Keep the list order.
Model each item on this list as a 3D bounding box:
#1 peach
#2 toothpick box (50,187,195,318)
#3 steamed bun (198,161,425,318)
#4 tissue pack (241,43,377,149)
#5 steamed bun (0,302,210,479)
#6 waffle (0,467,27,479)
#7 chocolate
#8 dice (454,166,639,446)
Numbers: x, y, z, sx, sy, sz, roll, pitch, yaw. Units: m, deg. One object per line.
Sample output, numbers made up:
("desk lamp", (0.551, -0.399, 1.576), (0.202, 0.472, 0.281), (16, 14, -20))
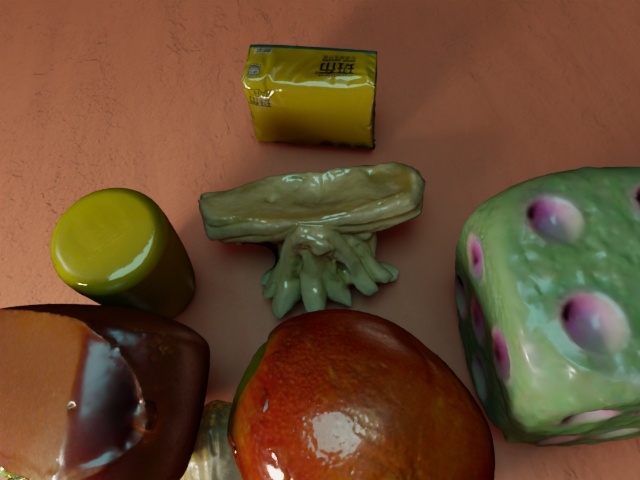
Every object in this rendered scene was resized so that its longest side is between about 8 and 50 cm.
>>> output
("peach", (0.057, 0.266, 0.682), (0.372, 0.372, 0.290), (33, 101, 20))
("toothpick box", (-0.311, 0.044, 0.845), (0.174, 0.271, 0.175), (-1, 67, 1))
("steamed bun", (0.000, 0.000, 0.910), (0.427, 0.189, 0.247), (-10, 33, -1))
("tissue pack", (-0.014, -0.294, 1.039), (0.270, 0.192, 0.134), (5, 61, 9))
("steamed bun", (-0.310, 0.212, 0.705), (0.379, 0.248, 0.235), (-2, 74, 34))
("waffle", (-0.447, 0.339, 0.829), (0.169, 0.036, 0.184), (17, 64, 15))
("chocolate", (-0.145, 0.392, 0.723), (0.134, 0.134, 0.309), (-6, 59, 2))
("dice", (0.386, 0.105, 0.720), (0.322, 0.318, 0.330), (-8, 61, 2))
